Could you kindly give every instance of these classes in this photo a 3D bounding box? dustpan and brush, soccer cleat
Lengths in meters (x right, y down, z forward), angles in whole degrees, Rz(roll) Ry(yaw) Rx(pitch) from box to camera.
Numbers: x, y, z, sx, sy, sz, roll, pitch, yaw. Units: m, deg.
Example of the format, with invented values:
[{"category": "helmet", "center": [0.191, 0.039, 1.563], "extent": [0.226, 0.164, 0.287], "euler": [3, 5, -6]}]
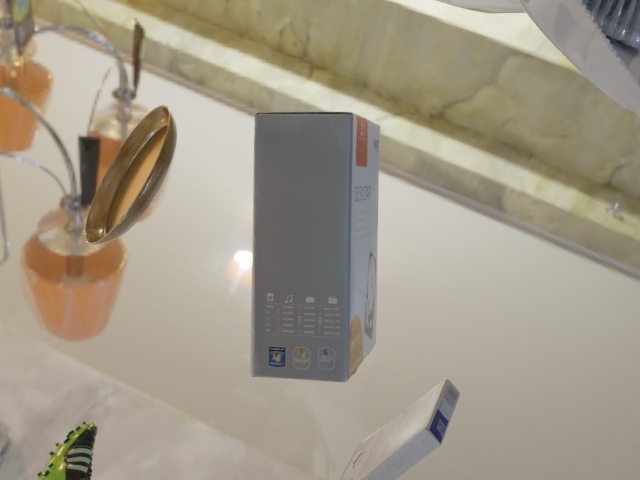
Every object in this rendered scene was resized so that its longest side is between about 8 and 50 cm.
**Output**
[{"category": "dustpan and brush", "center": [0.133, -0.175, 0.488], "extent": [0.211, 0.060, 0.147], "euler": [33, -132, -5]}, {"category": "soccer cleat", "center": [-0.354, 0.325, 1.241], "extent": [0.072, 0.060, 0.179], "euler": [51, -164, -12]}]

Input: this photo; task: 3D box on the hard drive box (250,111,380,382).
[{"category": "hard drive box", "center": [0.000, 0.000, 0.822], "extent": [0.089, 0.232, 0.181], "euler": [1, -175, 12]}]

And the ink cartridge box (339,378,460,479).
[{"category": "ink cartridge box", "center": [0.137, 0.359, 1.530], "extent": [0.045, 0.224, 0.223], "euler": [49, -158, 1]}]

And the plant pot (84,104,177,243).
[{"category": "plant pot", "center": [-0.280, -0.094, 1.305], "extent": [0.032, 0.236, 0.236], "euler": [30, -145, -26]}]

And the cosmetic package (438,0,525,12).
[{"category": "cosmetic package", "center": [0.237, -0.430, 0.810], "extent": [0.329, 0.394, 0.327], "euler": [11, -169, 40]}]
